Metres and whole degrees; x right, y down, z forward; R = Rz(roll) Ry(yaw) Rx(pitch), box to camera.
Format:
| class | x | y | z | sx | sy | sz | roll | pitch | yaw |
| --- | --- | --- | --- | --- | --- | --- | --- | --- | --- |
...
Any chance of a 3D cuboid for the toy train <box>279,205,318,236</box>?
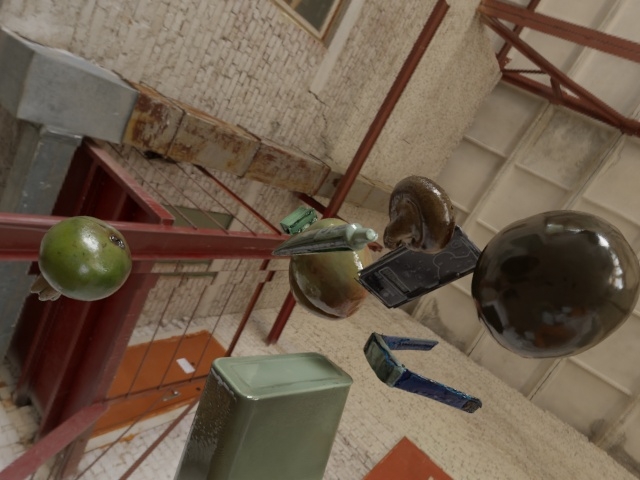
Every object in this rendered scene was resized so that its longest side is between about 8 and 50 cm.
| class | x | y | z | sx | sy | sz | roll | pitch | yaw |
| --- | --- | --- | --- | --- | --- | --- | --- | --- | --- |
| toy train | -0.054 | -0.047 | 0.996 | 0.056 | 0.093 | 0.038 | 22 | -37 | 46 |

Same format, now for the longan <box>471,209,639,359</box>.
| class | x | y | z | sx | sy | sz | roll | pitch | yaw |
| --- | --- | --- | --- | --- | --- | --- | --- | --- | --- |
| longan | 0.347 | 0.067 | 0.628 | 0.248 | 0.248 | 0.249 | -2 | -94 | 31 |

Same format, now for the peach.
| class | x | y | z | sx | sy | sz | roll | pitch | yaw |
| --- | --- | --- | --- | --- | --- | --- | --- | --- | --- |
| peach | 0.034 | 0.085 | 1.207 | 0.292 | 0.247 | 0.293 | 40 | -40 | 44 |

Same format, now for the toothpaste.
| class | x | y | z | sx | sy | sz | roll | pitch | yaw |
| --- | --- | --- | --- | --- | --- | --- | --- | --- | --- |
| toothpaste | 0.000 | 0.000 | 0.525 | 0.204 | 0.049 | 0.032 | -6 | -60 | 56 |

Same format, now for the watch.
| class | x | y | z | sx | sy | sz | roll | pitch | yaw |
| --- | --- | --- | --- | --- | --- | --- | --- | --- | --- |
| watch | 0.234 | 0.295 | 1.051 | 0.276 | 0.274 | 0.068 | -116 | -131 | -70 |

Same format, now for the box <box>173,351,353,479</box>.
| class | x | y | z | sx | sy | sz | roll | pitch | yaw |
| --- | --- | --- | --- | --- | --- | --- | --- | --- | --- |
| box | -0.122 | 0.448 | 0.938 | 0.177 | 0.351 | 0.344 | 27 | -79 | 46 |

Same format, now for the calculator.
| class | x | y | z | sx | sy | sz | roll | pitch | yaw |
| --- | --- | --- | --- | --- | --- | --- | --- | --- | --- |
| calculator | 0.228 | 0.065 | 0.957 | 0.274 | 0.165 | 0.028 | -32 | -146 | 28 |

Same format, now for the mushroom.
| class | x | y | z | sx | sy | sz | roll | pitch | yaw |
| --- | --- | --- | --- | --- | --- | --- | --- | --- | --- |
| mushroom | 0.138 | -0.032 | 0.576 | 0.126 | 0.084 | 0.110 | -144 | -112 | -67 |

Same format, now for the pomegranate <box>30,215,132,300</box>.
| class | x | y | z | sx | sy | sz | roll | pitch | yaw |
| --- | --- | --- | --- | --- | --- | --- | --- | --- | --- |
| pomegranate | -0.504 | 0.054 | 0.861 | 0.179 | 0.179 | 0.211 | 31 | -107 | 29 |
